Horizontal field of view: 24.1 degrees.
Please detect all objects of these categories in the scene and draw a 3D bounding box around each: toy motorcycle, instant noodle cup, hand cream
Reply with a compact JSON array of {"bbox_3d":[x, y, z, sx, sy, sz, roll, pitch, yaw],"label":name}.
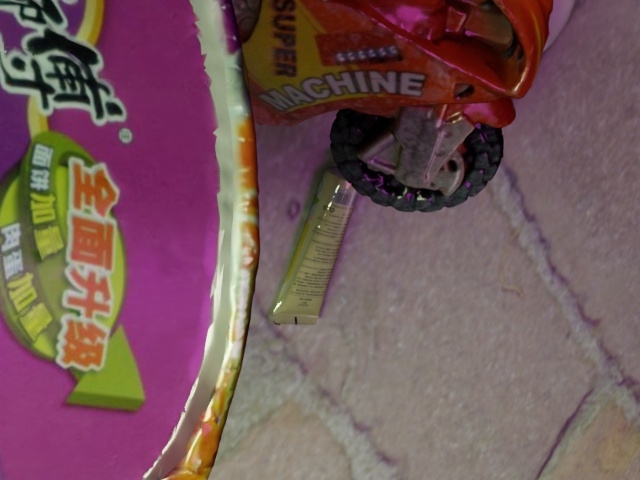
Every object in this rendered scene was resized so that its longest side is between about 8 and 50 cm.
[{"bbox_3d":[-0.004,-0.123,0.647,0.298,0.171,0.089,37,43,-28],"label":"toy motorcycle"},{"bbox_3d":[-0.165,-0.008,0.358,0.190,0.251,0.251,5,105,-43],"label":"instant noodle cup"},{"bbox_3d":[0.000,0.000,0.833,0.035,0.022,0.102,4,111,-45],"label":"hand cream"}]

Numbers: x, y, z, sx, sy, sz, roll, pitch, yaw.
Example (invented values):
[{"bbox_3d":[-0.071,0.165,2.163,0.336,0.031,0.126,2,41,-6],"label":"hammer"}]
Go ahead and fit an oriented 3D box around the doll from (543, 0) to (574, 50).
[{"bbox_3d":[0.119,-0.316,0.677,0.365,0.187,0.376,41,57,-54],"label":"doll"}]
